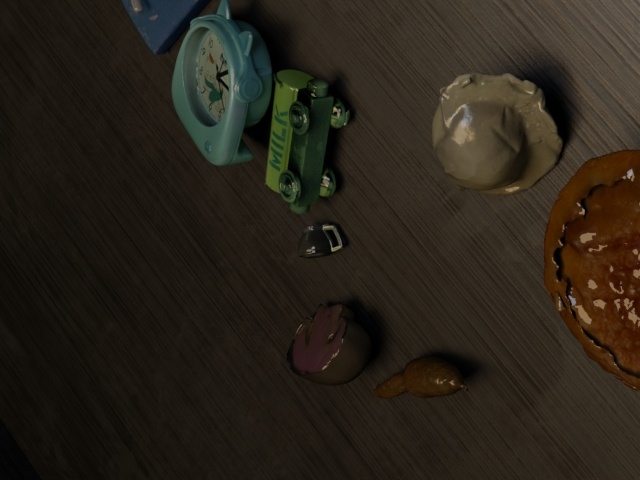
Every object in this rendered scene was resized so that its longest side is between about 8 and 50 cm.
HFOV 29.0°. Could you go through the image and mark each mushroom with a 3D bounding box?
[{"bbox_3d":[0.024,0.202,2.251,0.117,0.141,0.188,41,155,-25],"label":"mushroom"}]

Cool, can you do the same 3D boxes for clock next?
[{"bbox_3d":[-0.167,-0.287,2.194,0.224,0.094,0.274,57,139,32],"label":"clock"}]

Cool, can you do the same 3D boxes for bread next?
[{"bbox_3d":[0.476,0.035,1.664,0.336,0.204,0.358,24,128,32],"label":"bread"}]

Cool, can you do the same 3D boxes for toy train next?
[{"bbox_3d":[-0.040,-0.179,2.156,0.157,0.105,0.253,42,135,42],"label":"toy train"}]

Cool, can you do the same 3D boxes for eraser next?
[{"bbox_3d":[-0.261,-0.479,2.263,0.312,0.042,0.144,-38,80,47],"label":"eraser"}]

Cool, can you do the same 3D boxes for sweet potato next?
[{"bbox_3d":[0.174,0.239,2.154,0.269,0.074,0.075,-18,96,58],"label":"sweet potato"}]

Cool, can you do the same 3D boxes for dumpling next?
[{"bbox_3d":[0.262,-0.154,1.834,0.193,0.147,0.258,1,140,9],"label":"dumpling"}]

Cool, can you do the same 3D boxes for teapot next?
[{"bbox_3d":[0.000,0.000,2.224,0.088,0.066,0.057,-9,84,24],"label":"teapot"}]

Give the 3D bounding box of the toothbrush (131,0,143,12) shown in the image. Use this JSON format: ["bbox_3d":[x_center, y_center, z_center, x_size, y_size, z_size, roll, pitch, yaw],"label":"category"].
[{"bbox_3d":[-0.374,-0.554,2.315,0.025,0.019,0.276,-24,78,53],"label":"toothbrush"}]
